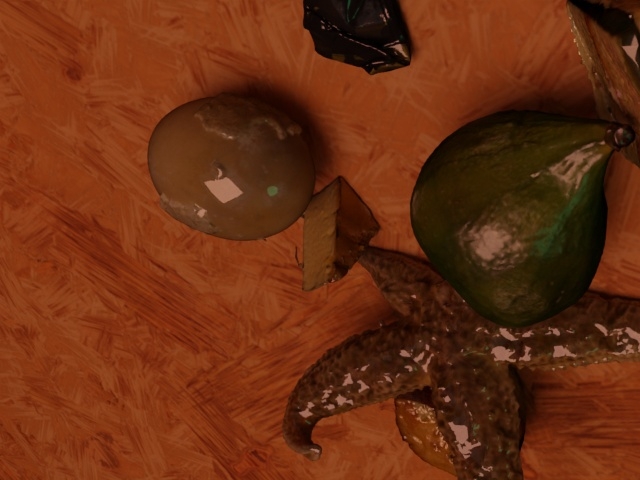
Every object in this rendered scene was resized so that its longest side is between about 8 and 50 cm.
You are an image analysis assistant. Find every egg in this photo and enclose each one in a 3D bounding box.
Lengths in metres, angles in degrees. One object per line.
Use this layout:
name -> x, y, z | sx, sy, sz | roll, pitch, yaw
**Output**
egg -> -0.100, -0.083, 1.069 | 0.201, 0.164, 0.164 | 21, 131, 26

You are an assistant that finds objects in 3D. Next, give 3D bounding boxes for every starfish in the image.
starfish -> 0.167, 0.166, 1.030 | 0.432, 0.082, 0.324 | 17, 86, 25

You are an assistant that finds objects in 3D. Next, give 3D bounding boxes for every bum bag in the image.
bum bag -> 0.016, -0.265, 0.923 | 0.106, 0.060, 0.232 | -4, 122, 25

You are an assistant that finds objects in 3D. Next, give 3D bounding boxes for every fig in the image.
fig -> 0.203, -0.047, 0.874 | 0.203, 0.203, 0.235 | 43, 131, -1

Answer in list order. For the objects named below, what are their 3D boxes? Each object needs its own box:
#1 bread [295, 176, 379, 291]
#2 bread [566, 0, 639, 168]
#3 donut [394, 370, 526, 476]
bread -> 0.000, 0.000, 1.101 | 0.080, 0.109, 0.084 | 48, 139, -11
bread -> 0.359, -0.164, 0.787 | 0.264, 0.163, 0.168 | -22, 110, 5
donut -> 0.172, 0.201, 1.155 | 0.166, 0.073, 0.184 | 6, 124, 28
